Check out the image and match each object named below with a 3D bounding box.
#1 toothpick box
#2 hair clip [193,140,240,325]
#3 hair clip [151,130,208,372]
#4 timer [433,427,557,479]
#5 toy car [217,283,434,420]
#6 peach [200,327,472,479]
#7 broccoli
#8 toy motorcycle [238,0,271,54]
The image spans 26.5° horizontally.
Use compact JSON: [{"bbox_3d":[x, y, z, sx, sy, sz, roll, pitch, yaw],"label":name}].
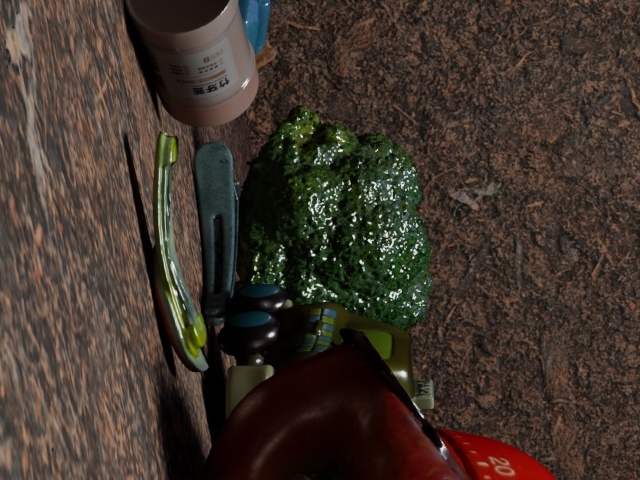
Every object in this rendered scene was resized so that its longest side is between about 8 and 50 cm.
[{"bbox_3d":[-0.113,-0.182,1.223,0.149,0.098,0.098,78,1,-62],"label":"toothpick box"},{"bbox_3d":[-0.105,0.006,1.442,0.275,0.048,0.083,-99,-178,-51],"label":"hair clip"},{"bbox_3d":[-0.112,0.012,1.021,0.060,0.033,0.188,-79,162,-83],"label":"hair clip"},{"bbox_3d":[0.104,0.381,1.394,0.378,0.279,0.378,-173,-90,-70],"label":"timer"},{"bbox_3d":[0.011,0.153,1.318,0.248,0.198,0.204,-74,162,-72],"label":"toy car"},{"bbox_3d":[0.013,0.245,1.036,0.257,0.201,0.361,51,-14,23],"label":"peach"},{"bbox_3d":[0.000,0.000,1.668,0.283,0.304,0.321,19,-79,52],"label":"broccoli"},{"bbox_3d":[-0.125,-0.361,1.661,0.416,0.172,0.232,92,-2,-45],"label":"toy motorcycle"}]
